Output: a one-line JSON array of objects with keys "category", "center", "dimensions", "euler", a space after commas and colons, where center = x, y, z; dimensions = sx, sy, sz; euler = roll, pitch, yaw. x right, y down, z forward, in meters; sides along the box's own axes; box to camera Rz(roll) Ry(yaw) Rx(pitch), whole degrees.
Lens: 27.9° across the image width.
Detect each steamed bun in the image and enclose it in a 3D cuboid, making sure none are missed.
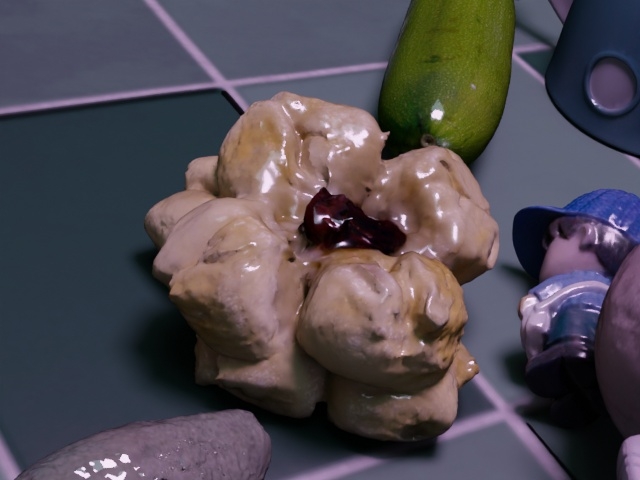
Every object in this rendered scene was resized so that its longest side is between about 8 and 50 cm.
[{"category": "steamed bun", "center": [0.000, 0.000, 0.666], "dimensions": [0.192, 0.106, 0.177], "euler": [16, 35, 4]}]

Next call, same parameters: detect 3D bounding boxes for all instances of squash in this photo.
[{"category": "squash", "center": [0.090, -0.125, 0.881], "dimensions": [0.082, 0.082, 0.292], "euler": [16, 35, 2]}]

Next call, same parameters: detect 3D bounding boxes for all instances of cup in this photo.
[{"category": "cup", "center": [0.261, -0.169, 0.920], "dimensions": [0.299, 0.173, 0.167], "euler": [36, 43, 25]}]

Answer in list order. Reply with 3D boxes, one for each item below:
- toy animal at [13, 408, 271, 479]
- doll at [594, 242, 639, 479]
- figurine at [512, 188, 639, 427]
[{"category": "toy animal", "center": [-0.119, 0.124, 0.489], "dimensions": [0.252, 0.079, 0.070], "euler": [-19, 54, -35]}, {"category": "doll", "center": [0.179, 0.110, 0.548], "dimensions": [0.150, 0.151, 0.287], "euler": [17, 49, 3]}, {"category": "figurine", "center": [0.147, 0.029, 0.708], "dimensions": [0.086, 0.087, 0.149], "euler": [48, 33, -19]}]
